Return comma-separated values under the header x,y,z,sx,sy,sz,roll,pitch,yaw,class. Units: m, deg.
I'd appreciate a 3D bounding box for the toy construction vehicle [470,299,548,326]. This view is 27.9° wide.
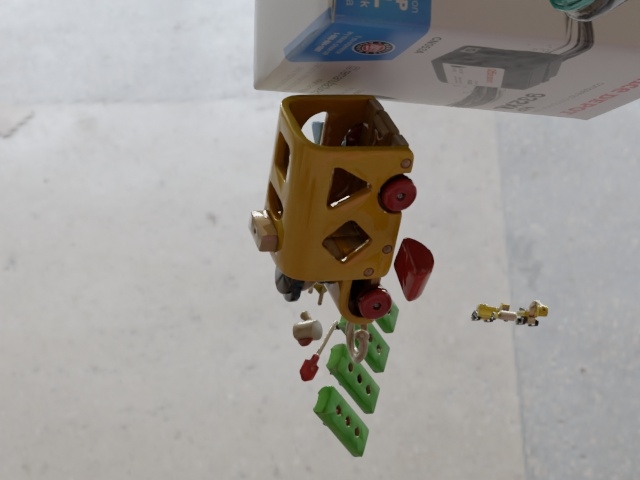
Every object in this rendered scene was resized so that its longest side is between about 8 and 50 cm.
x,y,z,sx,sy,sz,roll,pitch,yaw,class
0.264,0.098,1.801,0.086,0.098,0.035,7,83,-10,toy construction vehicle

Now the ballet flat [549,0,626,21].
x,y,z,sx,sy,sz,roll,pitch,yaw,class
0.151,-0.151,0.584,0.074,0.203,0.074,0,79,1,ballet flat

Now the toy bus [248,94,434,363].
x,y,z,sx,sy,sz,roll,pitch,yaw,class
0.000,-0.013,0.990,0.104,0.191,0.202,-1,78,-19,toy bus

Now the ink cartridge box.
x,y,z,sx,sy,sz,roll,pitch,yaw,class
0.122,-0.184,0.987,0.307,0.223,0.129,3,82,-17,ink cartridge box

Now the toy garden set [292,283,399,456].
x,y,z,sx,sy,sz,roll,pitch,yaw,class
0.017,0.132,1.723,0.049,0.204,0.244,-9,46,31,toy garden set
